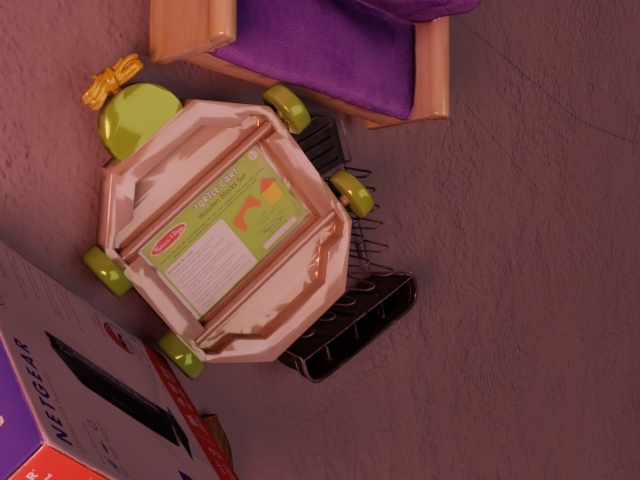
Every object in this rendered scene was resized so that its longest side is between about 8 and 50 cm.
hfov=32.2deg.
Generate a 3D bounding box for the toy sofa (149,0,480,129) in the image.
[{"bbox_3d":[0.011,-0.229,1.154,0.362,0.177,0.150,11,77,-47],"label":"toy sofa"}]

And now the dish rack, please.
[{"bbox_3d":[0.000,0.000,1.276,0.208,0.074,0.272,-35,120,-38],"label":"dish rack"}]

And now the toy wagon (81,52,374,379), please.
[{"bbox_3d":[-0.112,-0.039,1.111,0.267,0.068,0.344,-44,114,-13],"label":"toy wagon"}]

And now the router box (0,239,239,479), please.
[{"bbox_3d":[-0.191,0.152,0.915,0.082,0.335,0.301,-45,132,2],"label":"router box"}]

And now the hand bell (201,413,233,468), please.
[{"bbox_3d":[-0.108,0.312,1.220,0.126,0.126,0.242,-11,92,-45],"label":"hand bell"}]
